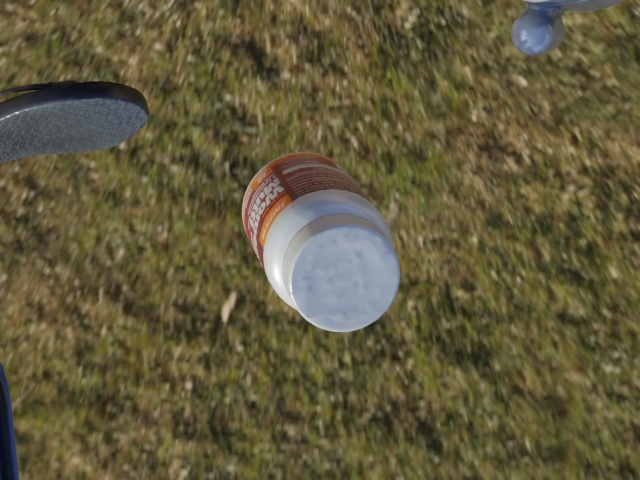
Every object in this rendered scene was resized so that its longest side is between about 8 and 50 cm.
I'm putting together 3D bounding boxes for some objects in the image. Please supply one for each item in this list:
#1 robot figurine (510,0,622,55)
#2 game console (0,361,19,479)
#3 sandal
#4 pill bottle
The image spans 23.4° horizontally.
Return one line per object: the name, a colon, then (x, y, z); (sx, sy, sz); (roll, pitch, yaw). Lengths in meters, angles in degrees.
robot figurine: (0.245, -0.331, 1.524); (0.199, 0.353, 0.300); (12, 100, 17)
game console: (-0.235, 0.191, 0.643); (0.250, 0.173, 0.293); (-6, 89, -6)
sandal: (-0.288, -0.120, 1.489); (0.254, 0.055, 0.097); (-9, 153, 18)
pill bottle: (0.000, 0.000, 1.444); (0.121, 0.221, 0.121); (-3, 108, -10)
